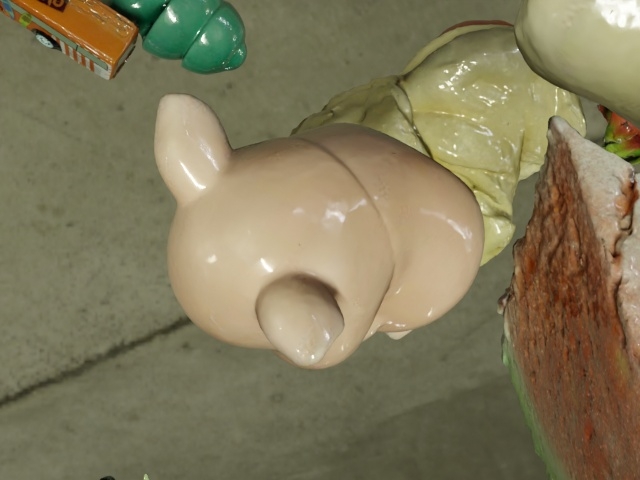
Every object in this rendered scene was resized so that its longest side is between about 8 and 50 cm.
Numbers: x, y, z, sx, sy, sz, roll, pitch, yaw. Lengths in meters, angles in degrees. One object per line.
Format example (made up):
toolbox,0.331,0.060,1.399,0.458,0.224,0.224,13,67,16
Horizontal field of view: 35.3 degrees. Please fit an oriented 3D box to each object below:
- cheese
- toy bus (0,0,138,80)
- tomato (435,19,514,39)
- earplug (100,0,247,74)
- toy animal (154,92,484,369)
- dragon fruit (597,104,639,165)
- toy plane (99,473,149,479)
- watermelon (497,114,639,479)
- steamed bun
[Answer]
cheese,0.332,-0.092,0.747,0.351,0.328,0.129,4,125,-54
toy bus,-0.465,-0.391,1.510,0.409,0.093,0.092,32,162,-10
tomato,0.298,-0.303,1.776,0.233,0.200,0.139,5,157,3
earplug,-0.261,-0.341,1.657,0.280,0.164,0.257,30,120,-4
toy animal,0.010,0.001,0.641,0.250,0.166,0.154,-8,130,-56
dragon fruit,0.446,-0.213,1.354,0.198,0.200,0.269,-37,-175,-29
toy plane,-0.178,0.223,0.859,0.111,0.040,0.102,-13,178,22
watermelon,0.188,0.067,0.548,0.193,0.310,0.231,15,101,5
steamed bun,0.114,-0.068,1.145,0.372,0.230,0.325,-27,162,-10
